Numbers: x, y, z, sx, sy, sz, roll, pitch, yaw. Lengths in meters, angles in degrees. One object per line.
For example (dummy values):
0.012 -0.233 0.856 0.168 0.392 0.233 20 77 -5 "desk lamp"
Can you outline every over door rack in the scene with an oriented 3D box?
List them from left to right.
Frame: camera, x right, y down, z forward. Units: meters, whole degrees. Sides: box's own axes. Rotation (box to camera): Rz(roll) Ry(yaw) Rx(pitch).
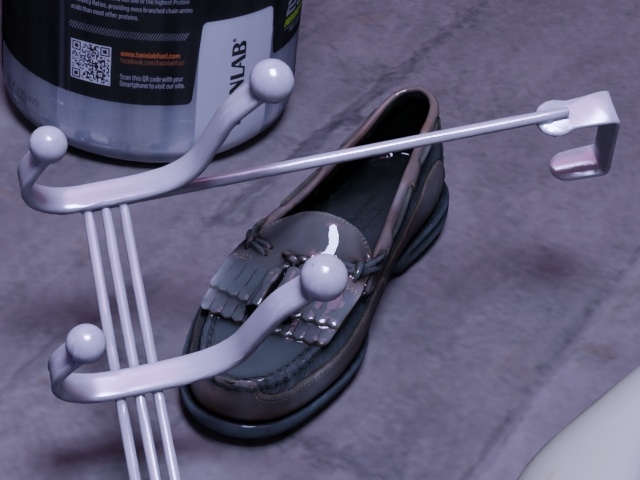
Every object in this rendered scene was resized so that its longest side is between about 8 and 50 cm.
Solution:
0.035 0.034 0.773 0.324 0.108 0.239 -5 61 -16 "over door rack"

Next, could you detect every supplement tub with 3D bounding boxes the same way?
-0.099 -0.224 1.002 0.193 0.316 0.193 5 36 -3 "supplement tub"

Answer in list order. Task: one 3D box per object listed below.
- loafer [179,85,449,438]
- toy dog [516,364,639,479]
0.000 0.000 0.902 0.096 0.084 0.267 18 37 16 "loafer"
0.229 0.041 0.525 0.395 0.408 0.284 11 40 -17 "toy dog"
